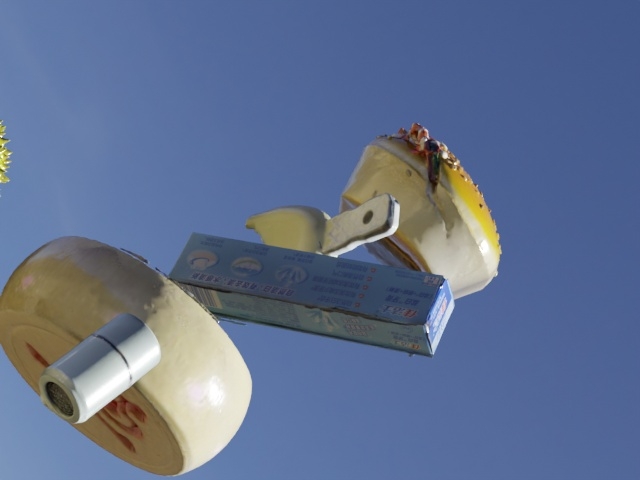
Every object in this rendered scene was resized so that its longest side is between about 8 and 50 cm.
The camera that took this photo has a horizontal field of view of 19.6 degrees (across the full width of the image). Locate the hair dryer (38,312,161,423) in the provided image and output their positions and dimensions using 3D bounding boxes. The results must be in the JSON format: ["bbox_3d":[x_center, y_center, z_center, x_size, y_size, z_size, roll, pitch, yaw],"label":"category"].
[{"bbox_3d":[-0.180,0.106,1.362,0.047,0.082,0.137,54,-35,-3],"label":"hair dryer"}]

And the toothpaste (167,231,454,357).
[{"bbox_3d":[-0.011,0.051,1.759,0.272,0.066,0.053,9,-37,25],"label":"toothpaste"}]

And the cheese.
[{"bbox_3d":[-0.001,0.000,1.971,0.049,0.127,0.235,28,-35,-34],"label":"cheese"}]

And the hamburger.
[{"bbox_3d":[0.133,-0.030,2.319,0.227,0.151,0.295,48,-10,5],"label":"hamburger"}]

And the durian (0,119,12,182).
[{"bbox_3d":[-0.482,-0.067,2.129,0.291,0.291,0.225,36,-25,49],"label":"durian"}]

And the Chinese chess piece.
[{"bbox_3d":[-0.182,0.107,1.684,0.251,0.097,0.251,30,-27,17],"label":"Chinese chess piece"}]
